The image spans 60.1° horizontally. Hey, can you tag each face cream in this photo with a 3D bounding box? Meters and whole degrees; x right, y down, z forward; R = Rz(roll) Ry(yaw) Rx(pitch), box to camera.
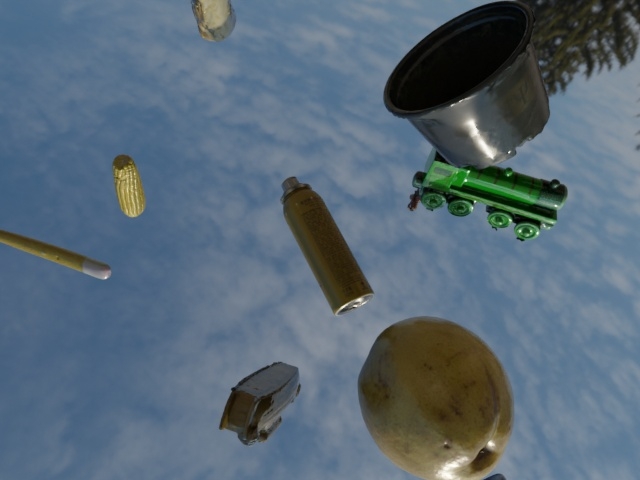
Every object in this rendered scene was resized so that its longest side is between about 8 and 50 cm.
[{"bbox_3d":[0.000,0.000,1.292,0.104,0.105,0.349,-12,-115,-38],"label":"face cream"}]

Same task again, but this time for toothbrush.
[{"bbox_3d":[-0.362,-0.001,0.653,0.287,0.021,0.024,15,-157,17],"label":"toothbrush"}]

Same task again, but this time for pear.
[{"bbox_3d":[0.223,0.304,1.082,0.314,0.314,0.315,17,-137,-16],"label":"pear"}]

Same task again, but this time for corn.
[{"bbox_3d":[-0.476,-0.131,1.374,0.067,0.206,0.068,4,-124,-6],"label":"corn"}]

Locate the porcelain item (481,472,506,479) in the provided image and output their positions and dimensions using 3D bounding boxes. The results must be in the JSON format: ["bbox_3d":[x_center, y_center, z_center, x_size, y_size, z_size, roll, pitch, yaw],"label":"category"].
[{"bbox_3d":[0.104,0.348,0.642,0.258,0.141,0.141,-19,-132,10],"label":"porcelain item"}]

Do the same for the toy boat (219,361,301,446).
[{"bbox_3d":[-0.110,0.335,1.130,0.088,0.122,0.321,11,-177,14],"label":"toy boat"}]

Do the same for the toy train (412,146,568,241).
[{"bbox_3d":[0.280,-0.084,0.914,0.251,0.119,0.085,16,-126,0],"label":"toy train"}]

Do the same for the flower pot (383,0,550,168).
[{"bbox_3d":[0.157,-0.147,0.557,0.107,0.157,0.158,44,-148,-32],"label":"flower pot"}]

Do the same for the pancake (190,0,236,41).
[{"bbox_3d":[-0.140,-0.387,0.570,0.065,0.356,0.356,-11,-128,-7],"label":"pancake"}]

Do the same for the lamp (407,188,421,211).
[{"bbox_3d":[0.299,-0.134,1.691,0.031,0.083,0.063,21,-128,-23],"label":"lamp"}]
